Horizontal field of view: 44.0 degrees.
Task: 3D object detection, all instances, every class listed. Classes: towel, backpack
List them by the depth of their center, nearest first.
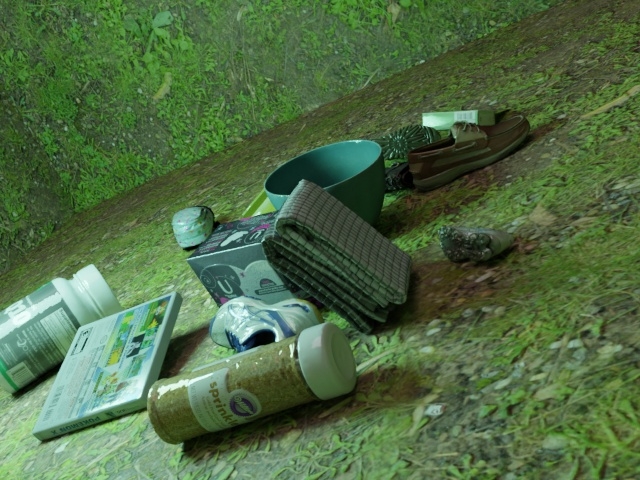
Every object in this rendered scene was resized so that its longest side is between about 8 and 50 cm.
[{"bbox_3d":[0.033,0.028,1.500,0.121,0.284,0.235,-52,5,20],"label":"towel"},{"bbox_3d":[-0.421,-0.044,2.588,0.152,0.115,0.182,-23,21,7],"label":"backpack"}]

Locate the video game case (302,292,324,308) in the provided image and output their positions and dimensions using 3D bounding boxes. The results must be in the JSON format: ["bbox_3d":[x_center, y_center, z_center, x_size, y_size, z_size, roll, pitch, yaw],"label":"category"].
[{"bbox_3d":[-0.059,0.112,1.746,0.232,0.041,0.210,-24,19,11],"label":"video game case"}]

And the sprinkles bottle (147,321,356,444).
[{"bbox_3d":[-0.119,0.246,1.339,0.356,0.121,0.121,-21,19,21],"label":"sprinkles bottle"}]

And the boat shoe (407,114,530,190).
[{"bbox_3d":[0.368,-0.241,1.983,0.325,0.116,0.123,-27,18,2],"label":"boat shoe"}]

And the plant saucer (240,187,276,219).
[{"bbox_3d":[-0.178,-0.094,2.375,0.188,0.045,0.188,-49,17,6],"label":"plant saucer"}]

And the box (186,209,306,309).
[{"bbox_3d":[-0.136,0.048,1.697,0.247,0.163,0.142,-11,28,43],"label":"box"}]

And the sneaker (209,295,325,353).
[{"bbox_3d":[-0.135,0.183,1.551,0.297,0.111,0.131,-12,24,42],"label":"sneaker"}]

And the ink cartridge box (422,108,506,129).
[{"bbox_3d":[0.418,-0.344,2.254,0.171,0.056,0.235,2,8,35],"label":"ink cartridge box"}]

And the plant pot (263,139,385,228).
[{"bbox_3d":[0.033,-0.091,1.895,0.290,0.195,0.290,-16,24,7],"label":"plant pot"}]

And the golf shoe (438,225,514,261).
[{"bbox_3d":[0.299,0.003,1.529,0.086,0.069,0.176,-13,14,-25],"label":"golf shoe"}]

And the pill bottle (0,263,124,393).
[{"bbox_3d":[-0.726,0.229,2.127,0.361,0.204,0.204,-34,19,-18],"label":"pill bottle"}]

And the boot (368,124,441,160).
[{"bbox_3d":[0.243,-0.276,2.236,0.236,0.089,0.269,-5,6,19],"label":"boot"}]

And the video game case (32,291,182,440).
[{"bbox_3d":[-0.471,0.276,1.778,0.300,0.036,0.329,-21,33,21],"label":"video game case"}]

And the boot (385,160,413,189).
[{"bbox_3d":[0.143,-0.152,2.107,0.263,0.091,0.229,-36,19,-31],"label":"boot"}]
